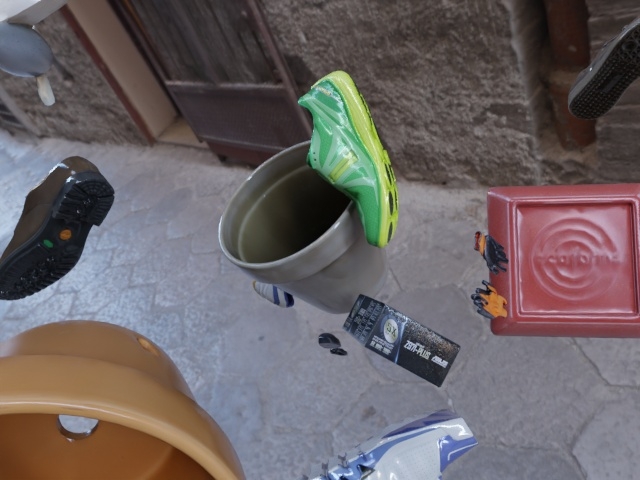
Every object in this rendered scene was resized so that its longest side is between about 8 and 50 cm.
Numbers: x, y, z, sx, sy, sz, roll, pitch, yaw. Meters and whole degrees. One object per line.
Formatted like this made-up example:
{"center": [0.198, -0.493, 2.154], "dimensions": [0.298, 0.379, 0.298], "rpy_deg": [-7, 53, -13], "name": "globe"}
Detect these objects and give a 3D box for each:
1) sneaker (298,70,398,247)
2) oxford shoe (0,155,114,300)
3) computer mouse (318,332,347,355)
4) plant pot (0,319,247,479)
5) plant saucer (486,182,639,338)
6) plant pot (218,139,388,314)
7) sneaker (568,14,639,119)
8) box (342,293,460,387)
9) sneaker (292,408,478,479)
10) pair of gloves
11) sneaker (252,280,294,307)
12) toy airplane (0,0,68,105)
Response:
{"center": [0.048, -0.124, 0.847], "dimensions": [0.124, 0.295, 0.109], "rpy_deg": [-21, -5, 18], "name": "sneaker"}
{"center": [-0.364, -0.015, 0.685], "dimensions": [0.227, 0.083, 0.096], "rpy_deg": [-48, 58, 8], "name": "oxford shoe"}
{"center": [0.048, 0.357, 1.768], "dimensions": [0.071, 0.242, 0.041], "rpy_deg": [-5, 65, 15], "name": "computer mouse"}
{"center": [-0.201, 0.193, 0.395], "dimensions": [0.291, 0.291, 0.203], "rpy_deg": [-30, 21, -5], "name": "plant pot"}
{"center": [0.415, 0.031, 0.849], "dimensions": [0.259, 0.048, 0.259], "rpy_deg": [-1, 84, 9], "name": "plant saucer"}
{"center": [0.000, 0.000, 1.060], "dimensions": [0.323, 0.280, 0.323], "rpy_deg": [-19, 44, 20], "name": "plant pot"}
{"center": [0.337, -0.211, 0.557], "dimensions": [0.188, 0.066, 0.071], "rpy_deg": [125, 167, -66], "name": "sneaker"}
{"center": [0.133, 0.168, 0.896], "dimensions": [0.077, 0.147, 0.180], "rpy_deg": [-61, 7, -5], "name": "box"}
{"center": [0.114, 0.408, 0.815], "dimensions": [0.316, 0.182, 0.127], "rpy_deg": [-27, -10, 1], "name": "sneaker"}
{"center": [0.170, 0.037, 0.515], "dimensions": [0.010, 0.074, 0.083], "rpy_deg": [-7, 70, 40], "name": "pair of gloves"}
{"center": [-0.050, 0.043, 1.365], "dimensions": [0.131, 0.112, 0.296], "rpy_deg": [34, 95, 23], "name": "sneaker"}
{"center": [-0.519, -0.164, 0.624], "dimensions": [0.386, 0.272, 0.384], "rpy_deg": [-6, 44, 28], "name": "toy airplane"}
